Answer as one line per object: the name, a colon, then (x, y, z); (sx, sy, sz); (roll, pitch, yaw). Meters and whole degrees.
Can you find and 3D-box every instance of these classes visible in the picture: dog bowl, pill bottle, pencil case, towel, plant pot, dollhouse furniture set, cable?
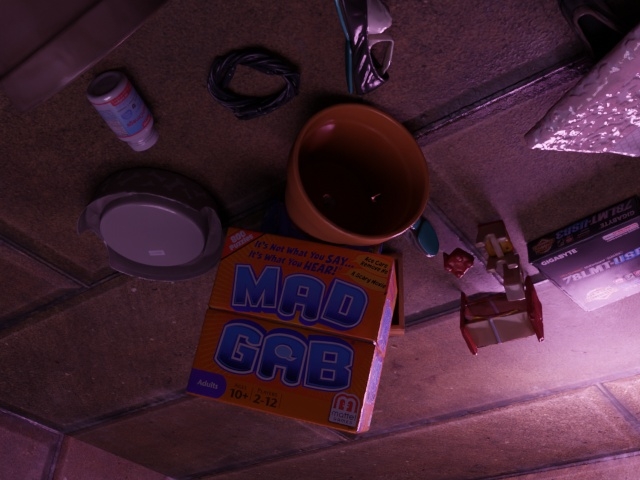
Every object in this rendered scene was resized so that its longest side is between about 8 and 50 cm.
dog bowl: (-0.400, -0.037, 1.730); (0.349, 0.102, 0.348); (3, 143, 2)
pill bottle: (-0.395, -0.259, 1.448); (0.087, 0.087, 0.160); (-10, 142, 16)
pencil case: (0.000, 0.000, 1.726); (0.306, 0.133, 0.119); (18, 119, -20)
towel: (0.588, -0.269, 1.305); (0.317, 0.053, 0.332); (0, 148, -31)
plant pot: (0.049, -0.110, 1.478); (0.291, 0.290, 0.203); (17, 157, -17)
dollhouse furniture set: (0.435, 0.109, 1.856); (0.201, 0.152, 0.374); (-15, 122, 23)
plant pot: (-0.439, -0.406, 1.114); (0.323, 0.323, 0.280); (-22, 120, 30)
cable: (-0.127, -0.312, 1.401); (0.185, 0.047, 0.150); (-12, 135, 24)

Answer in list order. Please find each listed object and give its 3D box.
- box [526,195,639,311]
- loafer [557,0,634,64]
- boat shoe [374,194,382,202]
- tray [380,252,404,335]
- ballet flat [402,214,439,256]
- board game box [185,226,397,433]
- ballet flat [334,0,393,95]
box: (0.719, 0.043, 1.778); (0.296, 0.073, 0.293); (-29, 133, 34)
loafer: (0.510, -0.346, 1.265); (0.267, 0.084, 0.096); (31, 135, -31)
boat shoe: (0.131, -0.089, 1.670); (0.038, 0.046, 0.125); (3, 151, -8)
tray: (0.008, 0.142, 1.844); (0.411, 0.202, 0.076); (0, 158, 5)
ballet flat: (0.220, -0.035, 1.728); (0.068, 0.072, 0.213); (10, 152, 41)
board game box: (-0.039, 0.211, 1.592); (0.356, 0.356, 0.356); (11, 168, 10)
ballet flat: (0.079, -0.373, 1.269); (0.096, 0.095, 0.280); (-12, 152, 3)
